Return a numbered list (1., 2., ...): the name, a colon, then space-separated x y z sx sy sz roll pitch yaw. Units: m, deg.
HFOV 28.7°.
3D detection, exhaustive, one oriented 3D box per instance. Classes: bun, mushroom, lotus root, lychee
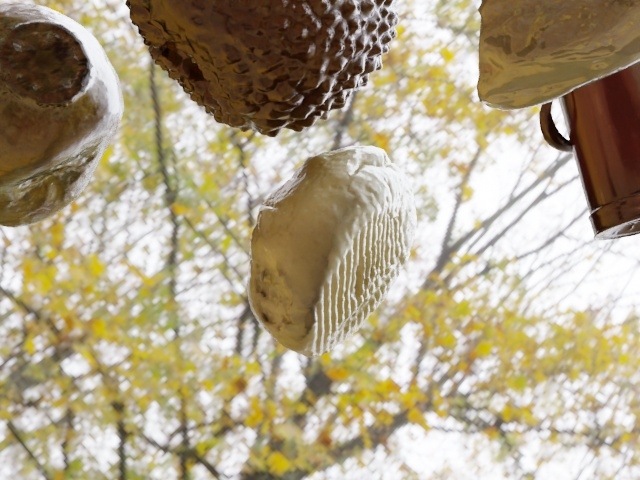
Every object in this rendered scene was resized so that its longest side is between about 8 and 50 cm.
1. bun: 0.000 0.000 1.242 0.134 0.220 0.220 29 -51 23
2. mushroom: 0.246 -0.180 0.768 0.329 0.122 0.159 -5 -70 26
3. lotus root: -0.385 -0.166 1.604 0.250 0.250 0.346 52 -30 -2
4. lychee: -0.051 -0.247 1.278 0.267 0.267 0.267 17 -56 26

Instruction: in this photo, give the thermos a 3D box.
1. thermos: 0.241 -0.124 1.017 0.124 0.099 0.232 -20 -103 38
